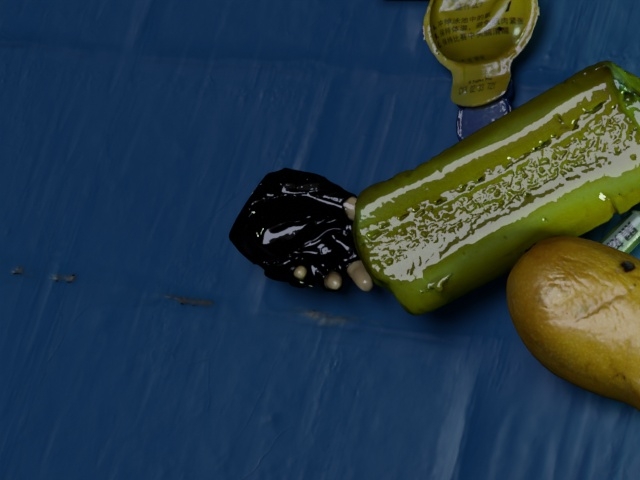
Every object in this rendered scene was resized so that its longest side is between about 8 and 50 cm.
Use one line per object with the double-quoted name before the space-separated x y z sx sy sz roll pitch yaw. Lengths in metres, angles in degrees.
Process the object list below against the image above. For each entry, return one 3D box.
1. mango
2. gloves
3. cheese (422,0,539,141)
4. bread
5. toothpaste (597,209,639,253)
"mango" 0.316 0.098 1.751 0.262 0.109 0.157 42 88 19
"gloves" 0.000 0.000 1.975 0.203 0.124 0.164 34 116 5
"cheese" 0.197 -0.241 1.995 0.156 0.064 0.250 -6 76 29
"bread" 0.221 -0.055 1.857 0.383 0.112 0.166 -29 78 10
"toothpaste" 0.311 0.030 1.831 0.204 0.031 0.049 -45 62 8
